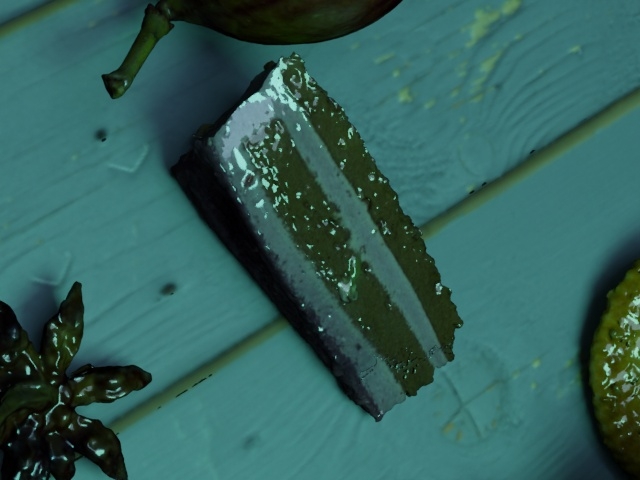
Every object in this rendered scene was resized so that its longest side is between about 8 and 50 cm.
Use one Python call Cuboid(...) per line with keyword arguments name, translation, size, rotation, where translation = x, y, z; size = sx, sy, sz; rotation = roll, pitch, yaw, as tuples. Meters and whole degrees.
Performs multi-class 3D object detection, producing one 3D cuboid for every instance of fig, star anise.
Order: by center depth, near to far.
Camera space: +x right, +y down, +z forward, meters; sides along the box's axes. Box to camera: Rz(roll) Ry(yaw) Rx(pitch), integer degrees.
Cuboid(name="star anise", translation=(-0.191, 0.106, 1.041), size=(0.168, 0.057, 0.167), rotation=(9, 74, -34))
Cuboid(name="fig", translation=(-0.049, -0.212, 1.103), size=(0.249, 0.186, 0.203), rotation=(-38, 70, 14))

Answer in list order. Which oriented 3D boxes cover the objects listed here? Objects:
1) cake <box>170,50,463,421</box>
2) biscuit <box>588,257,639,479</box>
Cuboid(name="cake", translation=(0.000, 0.000, 1.145), size=(0.116, 0.113, 0.295), rotation=(-43, 115, -19))
Cuboid(name="biscuit", translation=(0.339, 0.111, 1.297), size=(0.254, 0.035, 0.253), rotation=(-2, 96, -22))
